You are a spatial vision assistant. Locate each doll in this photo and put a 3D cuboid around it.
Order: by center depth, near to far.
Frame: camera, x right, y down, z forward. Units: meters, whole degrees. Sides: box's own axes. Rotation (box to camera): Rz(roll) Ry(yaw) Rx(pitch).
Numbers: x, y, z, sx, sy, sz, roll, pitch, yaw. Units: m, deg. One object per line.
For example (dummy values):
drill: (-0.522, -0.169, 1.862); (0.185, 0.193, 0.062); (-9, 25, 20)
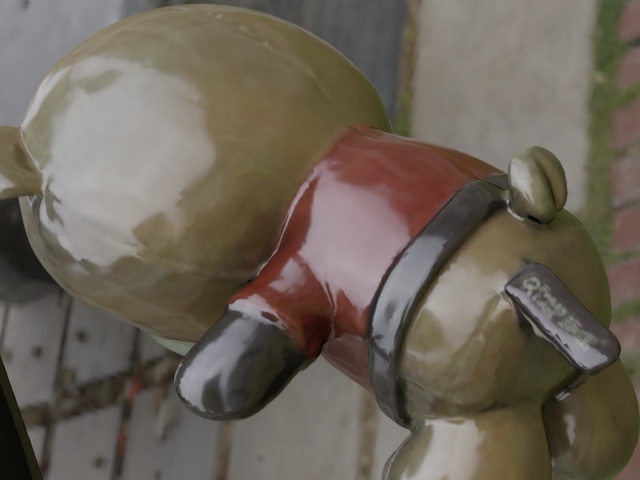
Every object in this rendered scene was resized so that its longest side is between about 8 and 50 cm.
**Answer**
doll: (0.000, 0.000, 0.820); (0.330, 0.235, 0.174); (30, 123, 24)

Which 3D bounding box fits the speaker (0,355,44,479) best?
speaker: (-0.167, 0.097, 0.468); (0.153, 0.192, 0.231); (-76, -30, -73)
